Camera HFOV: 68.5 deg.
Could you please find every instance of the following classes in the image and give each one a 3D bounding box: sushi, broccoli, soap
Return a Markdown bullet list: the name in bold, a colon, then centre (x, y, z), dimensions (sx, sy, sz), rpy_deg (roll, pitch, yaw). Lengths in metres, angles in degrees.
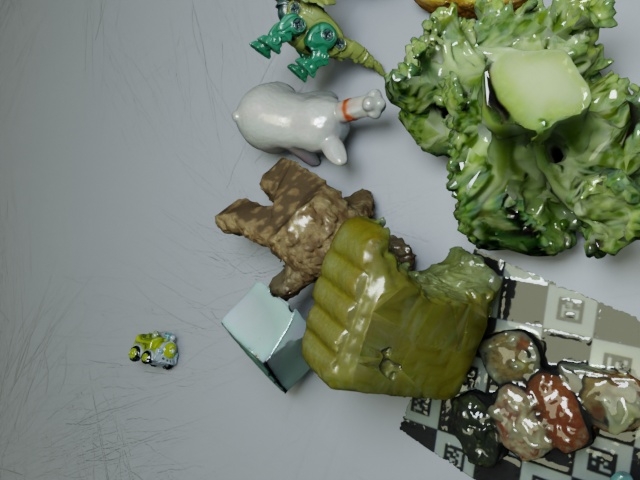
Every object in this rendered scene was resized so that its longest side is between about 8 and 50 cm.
- **sushi**: centre (0.290, 0.220, 0.631), dimensions (0.339, 0.069, 0.319), rpy_deg (27, 100, 30)
- **broccoli**: centre (0.261, -0.142, 0.577), dimensions (0.277, 0.317, 0.338), rpy_deg (-28, 111, 14)
- **soap**: centre (-0.082, 0.162, 0.769), dimensions (0.145, 0.230, 0.091), rpy_deg (34, 70, 29)

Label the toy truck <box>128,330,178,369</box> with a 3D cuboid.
- **toy truck**: centre (-0.360, 0.237, 1.033), dimensions (0.111, 0.076, 0.076), rpy_deg (0, 66, 31)

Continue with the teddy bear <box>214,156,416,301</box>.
- **teddy bear**: centre (-0.005, -0.001, 0.793), dimensions (0.246, 0.222, 0.296), rpy_deg (-46, 34, -16)

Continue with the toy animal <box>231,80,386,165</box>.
- **toy animal**: centre (-0.012, -0.202, 0.824), dimensions (0.283, 0.138, 0.140), rpy_deg (14, 101, 24)

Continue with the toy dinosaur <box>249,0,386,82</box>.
- **toy dinosaur**: centre (-0.002, -0.329, 0.772), dimensions (0.153, 0.259, 0.094), rpy_deg (-54, 23, -1)

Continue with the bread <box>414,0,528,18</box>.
- **bread**: centre (0.236, -0.400, 0.725), dimensions (0.188, 0.065, 0.103), rpy_deg (16, 92, 33)

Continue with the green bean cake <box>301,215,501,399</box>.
- **green bean cake**: centre (0.113, 0.098, 0.642), dimensions (0.124, 0.236, 0.232), rpy_deg (28, 102, 62)

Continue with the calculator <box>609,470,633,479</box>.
- **calculator**: centre (0.378, 0.324, 0.568), dimensions (0.141, 0.019, 0.094), rpy_deg (4, 103, 13)
